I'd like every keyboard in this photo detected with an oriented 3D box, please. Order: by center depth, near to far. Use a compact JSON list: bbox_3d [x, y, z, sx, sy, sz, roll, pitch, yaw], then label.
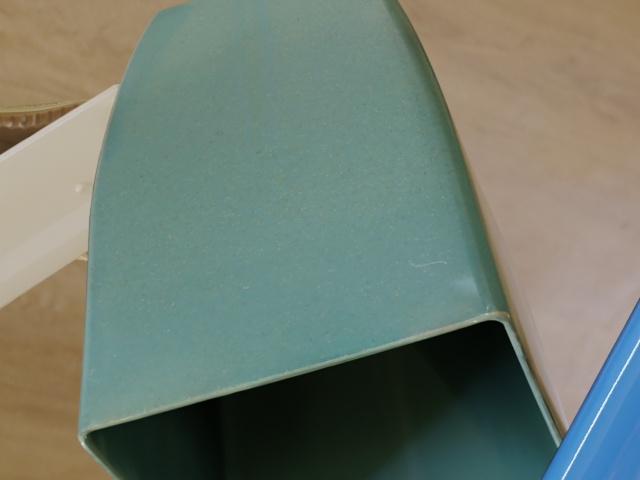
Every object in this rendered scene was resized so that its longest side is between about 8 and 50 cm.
[{"bbox_3d":[-0.194,0.012,0.876,0.256,0.014,0.072,-35,113,-18],"label":"keyboard"}]

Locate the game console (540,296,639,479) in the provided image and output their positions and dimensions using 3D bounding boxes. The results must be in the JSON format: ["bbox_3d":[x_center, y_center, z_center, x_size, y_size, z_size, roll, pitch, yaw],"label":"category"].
[{"bbox_3d":[0.206,0.108,0.551,0.173,0.250,0.293,-37,154,-58],"label":"game console"}]

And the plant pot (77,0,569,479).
[{"bbox_3d":[0.000,0.000,0.726,0.166,0.234,0.165,-16,143,11],"label":"plant pot"}]

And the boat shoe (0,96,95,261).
[{"bbox_3d":[-0.149,-0.037,1.044,0.302,0.098,0.109,3,96,3],"label":"boat shoe"}]
